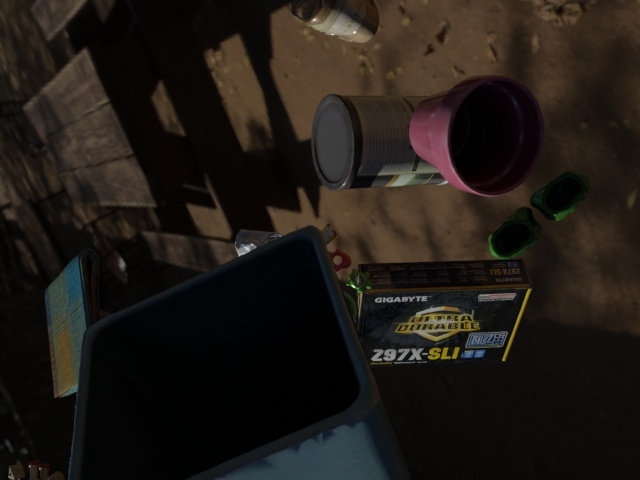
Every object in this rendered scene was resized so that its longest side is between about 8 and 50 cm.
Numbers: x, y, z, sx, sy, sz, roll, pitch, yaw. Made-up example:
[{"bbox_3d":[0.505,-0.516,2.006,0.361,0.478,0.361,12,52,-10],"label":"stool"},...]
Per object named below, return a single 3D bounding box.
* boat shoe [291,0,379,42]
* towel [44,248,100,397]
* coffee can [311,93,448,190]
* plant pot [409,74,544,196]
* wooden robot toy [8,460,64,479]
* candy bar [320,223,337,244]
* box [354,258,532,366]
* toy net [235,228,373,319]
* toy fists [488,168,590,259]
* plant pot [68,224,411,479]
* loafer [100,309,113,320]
[{"bbox_3d":[0.027,-0.409,1.345,0.122,0.110,0.341,-56,20,23],"label":"boat shoe"},{"bbox_3d":[-0.533,0.190,1.683,0.370,0.040,0.272,-30,66,56],"label":"towel"},{"bbox_3d":[0.145,-0.214,1.689,0.201,0.275,0.202,175,90,-65],"label":"coffee can"},{"bbox_3d":[0.255,-0.188,1.358,0.180,0.201,0.201,27,140,63],"label":"plant pot"},{"bbox_3d":[-0.591,0.511,1.614,0.173,0.079,0.076,37,-156,-42],"label":"wooden robot toy"},{"bbox_3d":[0.000,0.000,1.669,0.018,0.161,0.040,-35,92,25],"label":"candy bar"},{"bbox_3d":[0.227,0.148,1.543,0.257,0.321,0.079,93,174,-50],"label":"box"},{"bbox_3d":[-0.028,0.043,1.256,0.232,0.122,0.045,36,174,-6],"label":"toy net"},{"bbox_3d":[0.503,-0.059,1.807,0.096,0.279,0.142,50,-166,17],"label":"toy fists"},{"bbox_3d":[-0.048,0.189,0.703,0.248,0.247,0.252,-109,-5,-56],"label":"plant pot"},{"bbox_3d":[-0.560,0.221,2.075,0.056,0.050,0.148,24,173,43],"label":"loafer"}]
